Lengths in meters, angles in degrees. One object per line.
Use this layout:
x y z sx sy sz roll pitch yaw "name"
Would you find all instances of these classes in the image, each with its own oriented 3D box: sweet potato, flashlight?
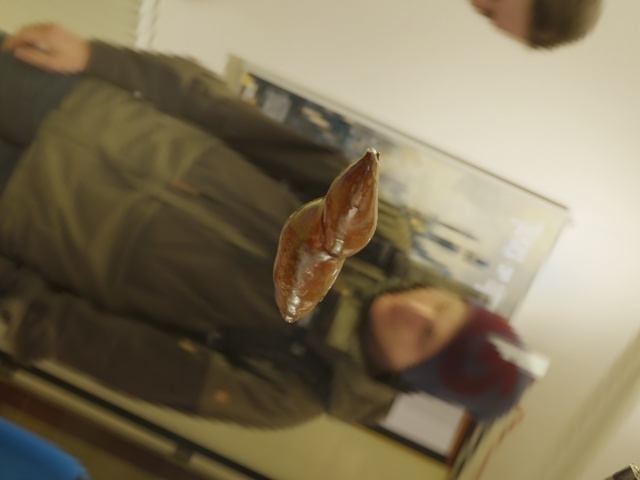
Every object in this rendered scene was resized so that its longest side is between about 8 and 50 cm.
-0.001 0.002 1.130 0.202 0.058 0.055 122 -9 -55 "sweet potato"
0.172 0.172 0.986 0.083 0.018 0.018 -33 158 18 "flashlight"
